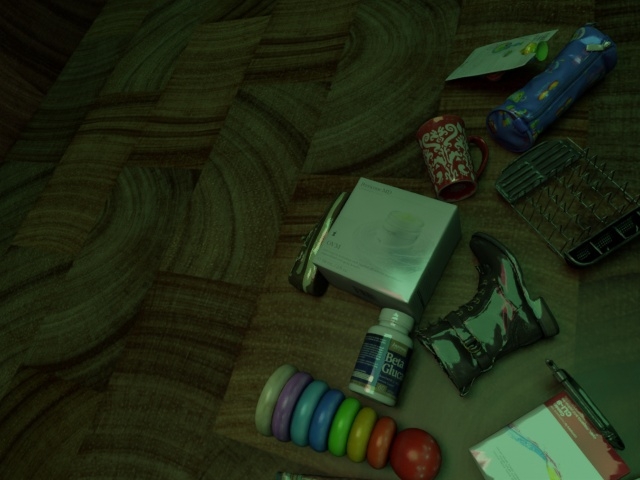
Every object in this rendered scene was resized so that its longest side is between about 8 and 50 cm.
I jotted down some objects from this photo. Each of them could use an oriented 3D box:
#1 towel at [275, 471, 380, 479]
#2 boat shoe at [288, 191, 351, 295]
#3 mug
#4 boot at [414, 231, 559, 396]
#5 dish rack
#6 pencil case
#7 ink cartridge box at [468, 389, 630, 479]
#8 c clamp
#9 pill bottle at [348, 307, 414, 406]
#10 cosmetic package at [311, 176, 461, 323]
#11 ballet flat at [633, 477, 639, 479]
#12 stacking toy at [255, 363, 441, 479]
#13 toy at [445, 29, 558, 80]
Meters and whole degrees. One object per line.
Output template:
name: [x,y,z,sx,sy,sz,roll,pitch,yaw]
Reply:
towel: [0.040,0.576,0.677,0.272,0.040,0.370,4,63,2]
boat shoe: [-0.004,-0.003,1.018,0.095,0.095,0.257,13,69,33]
mug: [0.305,-0.185,0.982,0.150,0.113,0.169,-14,63,16]
boot: [0.284,0.130,0.833,0.229,0.091,0.263,-28,59,5]
dish rack: [0.497,-0.091,0.868,0.208,0.074,0.271,-34,61,1]
pencil case: [0.514,-0.334,0.965,0.306,0.133,0.119,-43,90,-3]
ink cartridge box: [0.339,0.341,0.675,0.176,0.128,0.127,-33,56,2]
c clamp: [0.415,0.258,0.691,0.022,0.137,0.160,-42,60,18]
pill bottle: [0.124,0.222,0.844,0.094,0.094,0.169,13,69,27]
cosmetic package: [0.144,0.015,0.923,0.224,0.138,0.224,22,72,29]
ballet flat: [0.537,0.372,0.618,0.231,0.077,0.077,-8,44,20]
stacking toy: [0.051,0.347,0.796,0.330,0.141,0.141,16,70,22]
toy: [0.439,-0.431,1.066,0.137,0.056,0.237,-46,25,-13]
